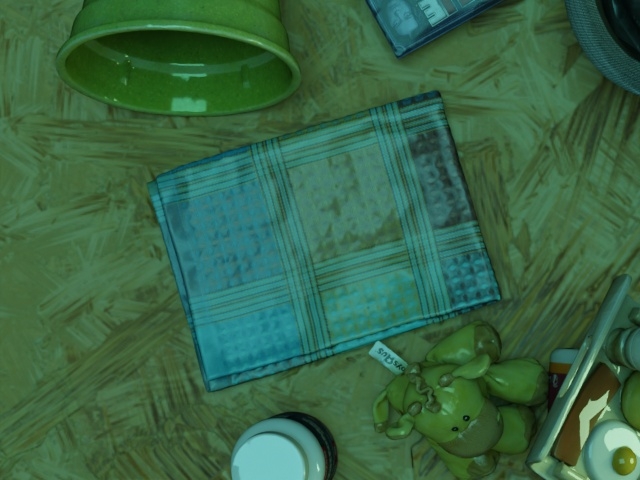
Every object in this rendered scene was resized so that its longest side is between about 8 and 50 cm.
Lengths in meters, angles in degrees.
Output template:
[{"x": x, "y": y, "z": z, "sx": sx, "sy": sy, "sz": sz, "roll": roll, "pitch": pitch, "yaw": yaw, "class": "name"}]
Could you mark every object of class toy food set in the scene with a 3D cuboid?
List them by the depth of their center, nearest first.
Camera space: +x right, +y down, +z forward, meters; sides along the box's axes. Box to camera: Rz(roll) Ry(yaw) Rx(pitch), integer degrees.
[{"x": 0.374, "y": 0.205, "z": 1.547, "sx": 0.306, "sy": 0.092, "sz": 0.220, "roll": 35, "pitch": 73, "yaw": -21, "class": "toy food set"}]

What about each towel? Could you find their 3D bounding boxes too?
[{"x": 0.000, "y": 0.000, "z": 1.733, "sx": 0.370, "sy": 0.040, "sz": 0.271, "roll": -17, "pitch": 86, "yaw": 7, "class": "towel"}]

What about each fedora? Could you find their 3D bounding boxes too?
[{"x": 0.395, "y": -0.269, "z": 1.647, "sx": 0.243, "sy": 0.124, "sz": 0.275, "roll": -21, "pitch": 76, "yaw": 4, "class": "fedora"}]

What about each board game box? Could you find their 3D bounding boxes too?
[{"x": 0.156, "y": -0.341, "z": 1.709, "sx": 0.243, "sy": 0.042, "sz": 0.165, "roll": -30, "pitch": 97, "yaw": 5, "class": "board game box"}]

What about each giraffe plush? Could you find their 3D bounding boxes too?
[{"x": 0.149, "y": 0.177, "z": 1.624, "sx": 0.210, "sy": 0.170, "sz": 0.181, "roll": 21, "pitch": 92, "yaw": 1, "class": "giraffe plush"}]

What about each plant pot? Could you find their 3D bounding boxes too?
[{"x": -0.156, "y": -0.305, "z": 1.676, "sx": 0.276, "sy": 0.276, "sz": 0.254, "roll": -1, "pitch": 76, "yaw": 8, "class": "plant pot"}]

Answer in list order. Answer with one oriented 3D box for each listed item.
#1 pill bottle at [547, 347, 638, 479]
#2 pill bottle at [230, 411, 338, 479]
[{"x": 0.312, "y": 0.232, "z": 1.635, "sx": 0.121, "sy": 0.121, "sz": 0.221, "roll": 2, "pitch": 87, "yaw": 8, "class": "pill bottle"}, {"x": -0.043, "y": 0.251, "z": 1.654, "sx": 0.108, "sy": 0.180, "sz": 0.108, "roll": 0, "pitch": 87, "yaw": 8, "class": "pill bottle"}]
